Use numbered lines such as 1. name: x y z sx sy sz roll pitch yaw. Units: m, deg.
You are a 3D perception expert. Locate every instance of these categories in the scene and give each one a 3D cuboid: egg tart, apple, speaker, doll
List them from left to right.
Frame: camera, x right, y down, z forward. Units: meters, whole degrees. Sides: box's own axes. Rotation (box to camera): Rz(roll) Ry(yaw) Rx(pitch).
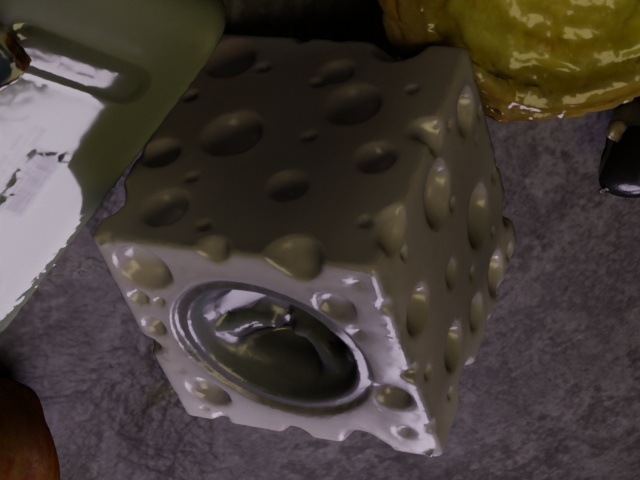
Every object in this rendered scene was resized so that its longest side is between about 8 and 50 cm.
1. apple: -0.348 0.232 1.470 0.211 0.188 0.211 -6 129 -7
2. speaker: -0.258 -0.103 1.218 0.184 0.183 0.406 20 122 -37
3. egg tart: 0.200 -0.254 1.252 0.345 0.132 0.345 -9 132 -9
4. doll: 0.320 -0.109 1.454 0.179 0.089 0.102 -48 131 -6

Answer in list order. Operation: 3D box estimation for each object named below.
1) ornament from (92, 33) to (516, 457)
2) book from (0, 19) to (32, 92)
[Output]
1. ornament: 0.000 0.000 1.274 0.240 0.239 0.239 6 142 24
2. book: -0.437 -0.205 1.037 0.300 0.039 0.428 -31 108 20
